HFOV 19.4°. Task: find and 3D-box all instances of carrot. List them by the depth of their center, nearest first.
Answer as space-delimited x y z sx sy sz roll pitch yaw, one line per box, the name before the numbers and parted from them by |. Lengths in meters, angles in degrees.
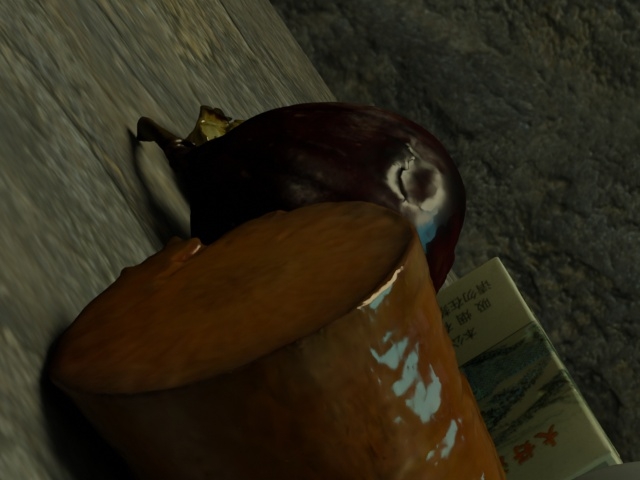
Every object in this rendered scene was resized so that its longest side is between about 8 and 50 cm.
carrot | 0.003 0.126 0.922 0.196 0.196 0.254 -102 169 -71

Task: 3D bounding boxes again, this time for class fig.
fig | -0.024 -0.023 1.312 0.249 0.186 0.204 31 51 -3

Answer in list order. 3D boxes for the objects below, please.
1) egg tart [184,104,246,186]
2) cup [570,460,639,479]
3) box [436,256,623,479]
egg tart | 0.000 0.000 1.540 0.295 0.116 0.295 55 10 -14
cup | 0.224 0.305 1.145 0.253 0.253 0.371 55 9 -8
box | 0.137 0.150 1.582 0.069 0.164 0.256 53 8 -41
